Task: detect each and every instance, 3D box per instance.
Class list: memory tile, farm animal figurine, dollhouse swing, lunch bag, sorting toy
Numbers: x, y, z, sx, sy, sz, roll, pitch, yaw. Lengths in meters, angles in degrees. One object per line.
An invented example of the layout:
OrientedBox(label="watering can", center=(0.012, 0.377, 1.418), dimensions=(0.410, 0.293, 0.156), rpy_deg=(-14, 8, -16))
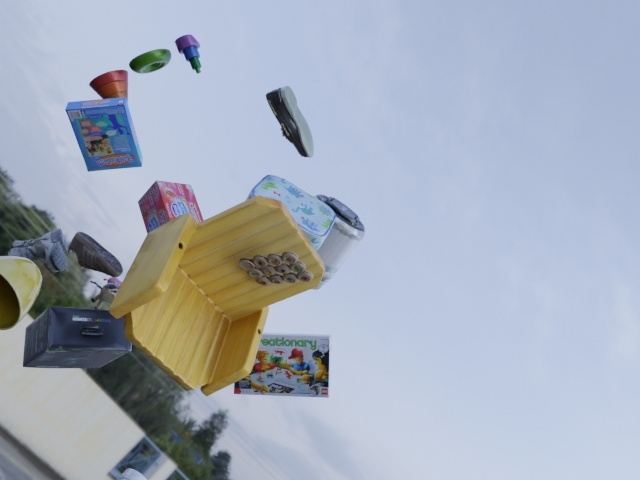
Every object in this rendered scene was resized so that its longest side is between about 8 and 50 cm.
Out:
OrientedBox(label="memory tile", center=(-0.100, 0.066, 1.307), dimensions=(0.147, 0.012, 0.113), rpy_deg=(-8, -39, 25))
OrientedBox(label="farm animal figurine", center=(-0.609, 0.221, 2.090), dimensions=(0.172, 0.330, 0.327), rpy_deg=(-39, -95, 24))
OrientedBox(label="dollhouse swing", center=(-0.191, 0.126, 1.284), dimensions=(0.304, 0.315, 0.347), rpy_deg=(-12, -48, 25))
OrientedBox(label="lunch bag", center=(-0.080, -0.063, 1.442), dimensions=(0.218, 0.176, 0.090), rpy_deg=(31, -61, -2))
OrientedBox(label="sorting toy", center=(-0.500, -0.471, 1.713), dimensions=(0.127, 0.365, 0.126), rpy_deg=(-37, 106, -74))

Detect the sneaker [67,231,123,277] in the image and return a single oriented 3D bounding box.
OrientedBox(label="sneaker", center=(-0.607, 0.054, 1.569), dimensions=(0.188, 0.071, 0.066), rpy_deg=(38, 7, 24))

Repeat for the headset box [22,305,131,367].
OrientedBox(label="headset box", center=(-0.743, 0.301, 1.789), dimensions=(0.283, 0.246, 0.131), rpy_deg=(-29, -120, 44))

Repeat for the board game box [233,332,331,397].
OrientedBox(label="board game box", center=(-0.119, 0.392, 1.846), dimensions=(0.305, 0.193, 0.053), rpy_deg=(1, -2, 4))

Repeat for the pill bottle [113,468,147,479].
OrientedBox(label="pill bottle", center=(-0.657, 0.850, 1.834), dimensions=(0.136, 0.246, 0.136), rpy_deg=(15, -54, 21))

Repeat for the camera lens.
OrientedBox(label="camera lens", center=(0.000, 0.000, 1.966), dimensions=(0.219, 0.274, 0.219), rpy_deg=(34, 14, -10))

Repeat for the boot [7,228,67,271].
OrientedBox(label="boot", center=(-0.869, 0.049, 1.781), dimensions=(0.246, 0.161, 0.084), rpy_deg=(-135, -150, -60))

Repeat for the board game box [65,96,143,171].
OrientedBox(label="board game box", center=(-0.611, -0.299, 1.661), dimensions=(0.047, 0.160, 0.210), rpy_deg=(-101, -173, -47))

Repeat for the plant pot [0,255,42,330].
OrientedBox(label="plant pot", center=(-0.567, 0.081, 1.058), dimensions=(0.134, 0.095, 0.134), rpy_deg=(7, -65, 16))

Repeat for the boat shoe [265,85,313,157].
OrientedBox(label="boat shoe", center=(-0.083, -0.329, 1.652), dimensions=(0.068, 0.081, 0.228), rpy_deg=(-9, -52, 20))

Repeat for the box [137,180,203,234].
OrientedBox(label="box", center=(-0.428, -0.037, 1.721), dimensions=(0.122, 0.128, 0.257), rpy_deg=(-38, -115, 33))
